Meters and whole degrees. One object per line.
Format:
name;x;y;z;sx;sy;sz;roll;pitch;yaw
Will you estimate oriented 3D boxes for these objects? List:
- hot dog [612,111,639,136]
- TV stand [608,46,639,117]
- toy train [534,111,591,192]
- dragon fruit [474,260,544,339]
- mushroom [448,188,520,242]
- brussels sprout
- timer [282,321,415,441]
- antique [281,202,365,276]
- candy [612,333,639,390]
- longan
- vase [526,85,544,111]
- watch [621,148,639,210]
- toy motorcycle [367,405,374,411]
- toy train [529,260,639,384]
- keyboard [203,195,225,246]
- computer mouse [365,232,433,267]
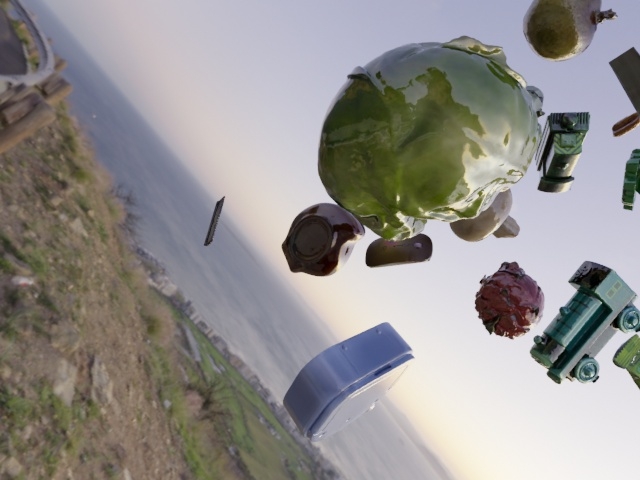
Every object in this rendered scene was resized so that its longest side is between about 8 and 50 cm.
hot dog;1.110;-0.419;1.762;0.038;0.062;0.144;6;-13;-6
TV stand;0.970;-0.448;1.465;0.088;0.083;0.269;19;52;-37
toy train;0.826;-0.296;1.677;0.139;0.178;0.330;3;-20;16
dragon fruit;0.697;0.216;1.808;0.245;0.298;0.244;8;-20;3
mushroom;0.475;-0.073;1.390;0.204;0.204;0.204;49;-5;6
brussels sprout;0.178;-0.202;0.958;0.361;0.425;0.342;16;57;-32
timer;0.060;0.412;1.416;0.173;0.395;0.395;49;-5;25
antique;0.000;0.000;1.512;0.129;0.278;0.223;1;68;-62
candy;0.930;0.394;1.362;0.246;0.149;0.069;58;-34;5
longan;0.511;-0.453;1.010;0.176;0.145;0.154;16;-49;34
vase;0.747;-0.594;2.084;0.360;0.165;0.165;12;-13;8
watch;0.788;-0.135;1.132;0.152;0.165;0.131;10;-62;30
toy motorcycle;0.088;0.485;1.695;0.254;0.112;0.112;36;-10;19
toy train;0.642;0.210;1.203;0.194;0.298;0.120;40;0;-20
keyboard;-0.374;-0.070;1.742;0.018;0.195;0.060;26;-35;-26
computer mouse;0.341;0.046;2.168;0.072;0.311;0.158;55;36;-45
